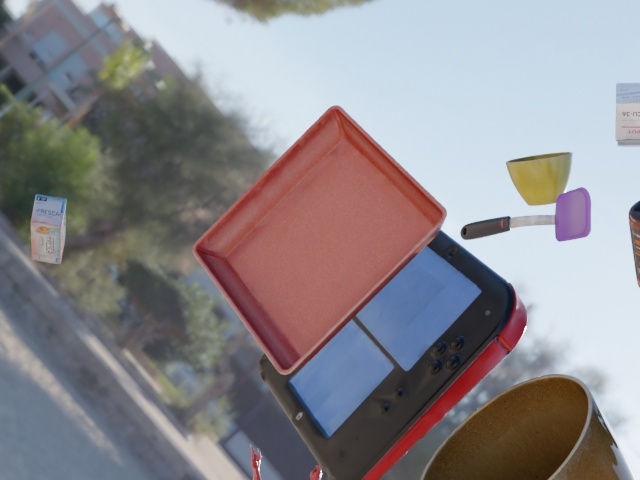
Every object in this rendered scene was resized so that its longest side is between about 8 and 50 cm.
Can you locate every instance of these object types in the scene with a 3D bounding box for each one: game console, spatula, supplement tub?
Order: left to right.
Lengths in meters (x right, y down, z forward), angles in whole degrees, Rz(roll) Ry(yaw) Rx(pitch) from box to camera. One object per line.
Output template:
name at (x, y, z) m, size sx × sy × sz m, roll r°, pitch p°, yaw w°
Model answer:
game console at (0.085, 0.138, 1.642) m, size 0.060 × 0.342 × 0.386 m, roll 47°, pitch -1°, yaw -28°
spatula at (0.338, -0.031, 1.984) m, size 0.030 × 0.084 × 0.296 m, roll 12°, pitch -13°, yaw -39°
supplement tub at (0.592, 0.027, 2.054) m, size 0.106 × 0.106 × 0.197 m, roll 36°, pitch -31°, yaw 54°

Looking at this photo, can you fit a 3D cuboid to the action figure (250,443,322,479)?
action figure at (-0.022, 0.392, 1.811) m, size 0.091 × 0.139 × 0.280 m, roll -12°, pitch -26°, yaw 33°

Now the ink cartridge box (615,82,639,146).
ink cartridge box at (0.539, -0.206, 1.944) m, size 0.198 × 0.115 × 0.067 m, roll -58°, pitch 146°, yaw -66°

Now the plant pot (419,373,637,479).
plant pot at (0.279, 0.323, 1.356) m, size 0.254 × 0.237 × 0.237 m, roll 49°, pitch -9°, yaw -14°

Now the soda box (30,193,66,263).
soda box at (-0.513, -0.019, 2.252) m, size 0.058 × 0.063 × 0.183 m, roll 9°, pitch -25°, yaw -10°

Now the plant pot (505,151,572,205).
plant pot at (0.447, -0.122, 2.404) m, size 0.134 × 0.134 × 0.095 m, roll -167°, pitch -114°, yaw -74°

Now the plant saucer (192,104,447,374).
plant saucer at (0.000, 0.000, 1.403) m, size 0.048 × 0.258 × 0.259 m, roll 40°, pitch 6°, yaw -46°
